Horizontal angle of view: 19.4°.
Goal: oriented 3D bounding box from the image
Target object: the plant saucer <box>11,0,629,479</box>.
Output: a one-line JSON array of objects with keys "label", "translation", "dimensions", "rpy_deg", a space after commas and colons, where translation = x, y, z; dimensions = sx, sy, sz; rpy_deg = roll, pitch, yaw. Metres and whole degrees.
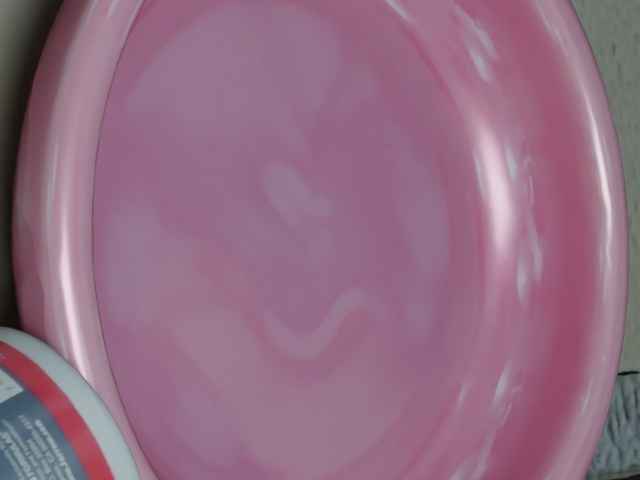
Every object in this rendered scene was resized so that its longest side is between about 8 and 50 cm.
[{"label": "plant saucer", "translation": [0.000, 0.000, 0.776], "dimensions": [0.332, 0.084, 0.332], "rpy_deg": [3, 85, -45]}]

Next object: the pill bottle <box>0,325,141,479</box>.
[{"label": "pill bottle", "translation": [-0.154, 0.110, 0.601], "dimensions": [0.180, 0.108, 0.108], "rpy_deg": [-30, 108, -39]}]
